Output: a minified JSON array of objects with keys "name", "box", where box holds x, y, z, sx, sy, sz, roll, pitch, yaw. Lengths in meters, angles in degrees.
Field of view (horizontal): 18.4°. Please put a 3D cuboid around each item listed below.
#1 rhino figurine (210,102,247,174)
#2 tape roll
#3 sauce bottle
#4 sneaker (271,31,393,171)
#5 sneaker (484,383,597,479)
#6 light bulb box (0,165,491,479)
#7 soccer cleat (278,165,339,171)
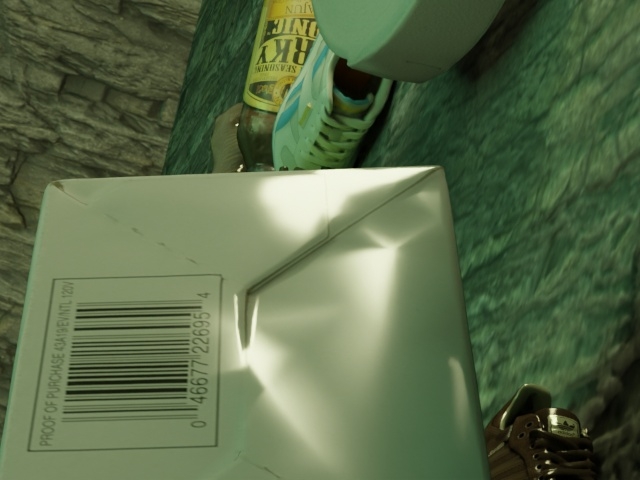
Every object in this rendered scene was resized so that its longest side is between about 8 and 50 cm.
[{"name":"rhino figurine","box":[-0.077,-0.053,2.161,0.073,0.106,0.243,119,163,-51]},{"name":"tape roll","box":[0.085,-0.323,1.551,0.392,0.072,0.392,-170,90,-71]},{"name":"sauce bottle","box":[-0.023,-0.149,2.033,0.111,0.111,0.344,137,145,-70]},{"name":"sneaker","box":[0.012,-0.122,1.875,0.092,0.087,0.229,-101,26,-62]},{"name":"sneaker","box":[0.118,0.127,1.067,0.188,0.066,0.071,-133,60,-76]},{"name":"light bulb box","box":[-0.030,0.206,1.013,0.358,0.225,0.361,-92,0,-56]},{"name":"soccer cleat","box":[-0.001,0.000,1.757,0.289,0.093,0.121,-179,101,-78]}]
